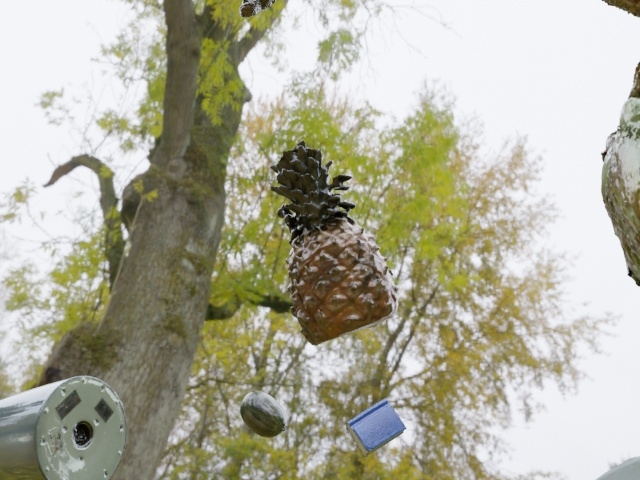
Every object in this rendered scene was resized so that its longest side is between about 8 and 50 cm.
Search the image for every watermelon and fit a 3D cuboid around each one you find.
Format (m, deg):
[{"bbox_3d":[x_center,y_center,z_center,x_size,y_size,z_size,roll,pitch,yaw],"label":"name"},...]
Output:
[{"bbox_3d":[-0.115,0.353,1.191,0.110,0.078,0.078,39,-27,28],"label":"watermelon"}]

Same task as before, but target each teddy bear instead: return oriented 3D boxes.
[{"bbox_3d":[-0.135,-0.541,1.286,0.078,0.160,0.119,18,-59,-29],"label":"teddy bear"}]

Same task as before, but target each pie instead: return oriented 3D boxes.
[{"bbox_3d":[0.418,-0.042,0.729,0.105,0.257,0.274,-10,-8,19],"label":"pie"}]

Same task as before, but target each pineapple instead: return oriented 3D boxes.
[{"bbox_3d":[0.000,0.000,0.825,0.157,0.279,0.158,-22,-9,-4],"label":"pineapple"}]

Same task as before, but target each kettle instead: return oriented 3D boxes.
[{"bbox_3d":[-0.424,0.281,0.888,0.243,0.210,0.160,-13,-69,25],"label":"kettle"}]

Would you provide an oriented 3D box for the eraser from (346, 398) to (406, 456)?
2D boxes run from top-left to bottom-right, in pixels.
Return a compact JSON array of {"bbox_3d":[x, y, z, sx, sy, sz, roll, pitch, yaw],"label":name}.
[{"bbox_3d":[0.094,0.317,0.999,0.084,0.063,0.027,-23,-30,-25],"label":"eraser"}]

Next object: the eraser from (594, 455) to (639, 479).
[{"bbox_3d":[0.378,0.292,0.564,0.290,0.104,0.189,12,-62,-23],"label":"eraser"}]

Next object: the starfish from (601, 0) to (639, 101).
[{"bbox_3d":[0.394,-0.217,0.632,0.295,0.048,0.231,24,-24,33],"label":"starfish"}]
